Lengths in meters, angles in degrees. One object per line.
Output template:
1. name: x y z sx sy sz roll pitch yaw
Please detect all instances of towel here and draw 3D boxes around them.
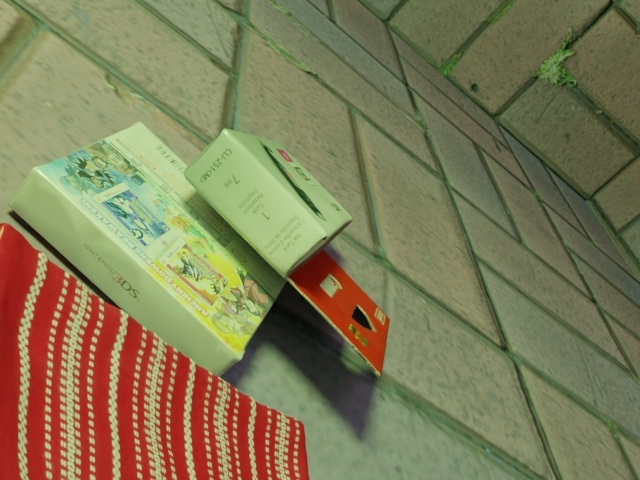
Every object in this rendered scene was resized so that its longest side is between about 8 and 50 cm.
1. towel: -0.075 0.127 0.402 0.275 0.031 0.199 44 20 -39

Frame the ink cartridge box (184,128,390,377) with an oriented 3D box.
1. ink cartridge box: 0.000 0.000 0.770 0.239 0.060 0.275 45 8 2

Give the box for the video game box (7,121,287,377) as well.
1. video game box: -0.126 0.001 0.652 0.205 0.048 0.187 44 20 -4
